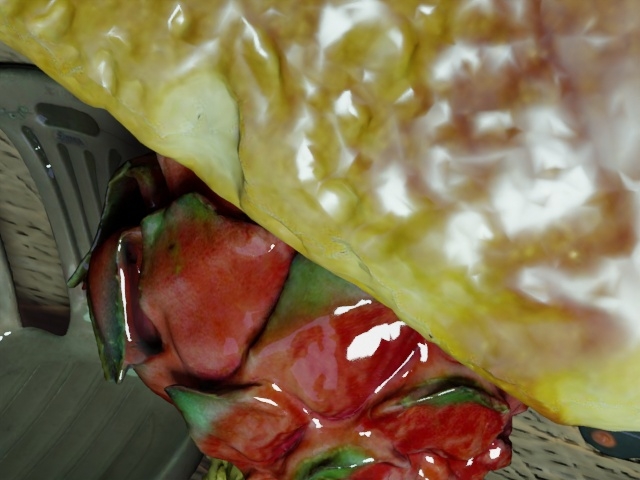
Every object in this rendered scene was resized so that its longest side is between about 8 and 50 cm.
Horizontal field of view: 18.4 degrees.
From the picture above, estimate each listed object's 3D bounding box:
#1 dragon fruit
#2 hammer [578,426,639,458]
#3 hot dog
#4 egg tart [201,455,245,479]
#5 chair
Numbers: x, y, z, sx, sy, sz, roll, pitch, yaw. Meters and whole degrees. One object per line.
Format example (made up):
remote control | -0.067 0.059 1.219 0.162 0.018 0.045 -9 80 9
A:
dragon fruit | 0.000 0.000 0.844 0.192 0.193 0.274 -37 70 58
hammer | 0.254 0.121 0.905 0.288 0.033 0.111 16 142 25
hot dog | 0.010 -0.125 0.656 0.405 0.185 0.223 33 103 5
egg tart | 0.019 0.220 1.007 0.341 0.129 0.341 55 179 1
chair | -0.143 0.089 1.066 0.176 0.183 0.326 14 141 26
